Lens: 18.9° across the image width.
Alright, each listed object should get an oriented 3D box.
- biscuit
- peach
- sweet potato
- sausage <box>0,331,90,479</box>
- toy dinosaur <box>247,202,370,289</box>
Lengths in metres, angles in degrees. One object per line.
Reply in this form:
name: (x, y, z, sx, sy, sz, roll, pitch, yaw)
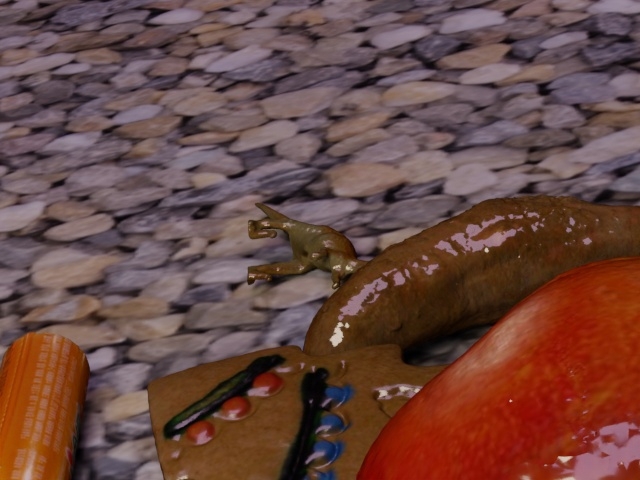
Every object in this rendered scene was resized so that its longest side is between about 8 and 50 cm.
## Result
biscuit: (0.000, 0.148, 1.333, 0.302, 0.043, 0.278, 15, 42, 24)
peach: (0.185, 0.157, 1.050, 0.373, 0.290, 0.372, -41, 0, 0)
sweet potato: (0.133, 0.024, 1.503, 0.342, 0.092, 0.114, -18, 54, -12)
sausage: (-0.214, 0.157, 1.407, 0.071, 0.071, 0.234, -9, 30, 5)
toy dinosaur: (0.000, 0.000, 1.646, 0.126, 0.039, 0.162, 2, 26, 3)
